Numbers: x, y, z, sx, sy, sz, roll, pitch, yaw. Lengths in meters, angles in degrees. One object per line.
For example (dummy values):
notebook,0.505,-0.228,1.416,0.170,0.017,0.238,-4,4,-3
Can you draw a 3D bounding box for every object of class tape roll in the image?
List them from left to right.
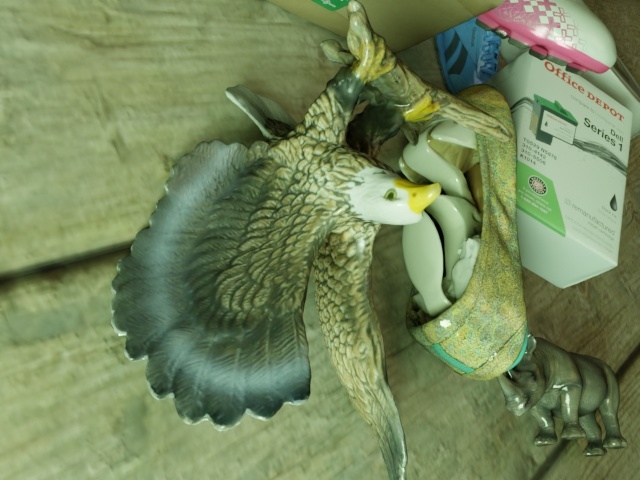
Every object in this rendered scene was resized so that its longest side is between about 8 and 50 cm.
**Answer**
tape roll,0.348,-0.252,1.190,0.286,0.100,0.286,39,28,-26

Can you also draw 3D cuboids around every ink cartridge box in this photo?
ink cartridge box,0.255,-0.084,0.950,0.160,0.092,0.220,28,59,-19

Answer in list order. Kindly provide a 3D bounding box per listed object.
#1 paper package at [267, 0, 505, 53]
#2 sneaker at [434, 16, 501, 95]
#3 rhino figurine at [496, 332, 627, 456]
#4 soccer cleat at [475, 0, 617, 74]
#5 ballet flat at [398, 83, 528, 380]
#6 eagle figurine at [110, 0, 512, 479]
paper package,0.009,-0.367,0.795,0.324,0.168,0.310,11,61,-51
sneaker,0.191,-0.241,1.042,0.069,0.082,0.210,13,61,-52
rhino figurine,0.239,0.153,0.868,0.243,0.073,0.106,23,56,-43
soccer cleat,0.194,-0.302,0.909,0.331,0.143,0.116,41,21,29
ballet flat,0.126,-0.038,0.807,0.123,0.123,0.349,35,44,-37
eagle figurine,0.003,-0.001,0.583,0.226,0.225,0.298,20,79,3
